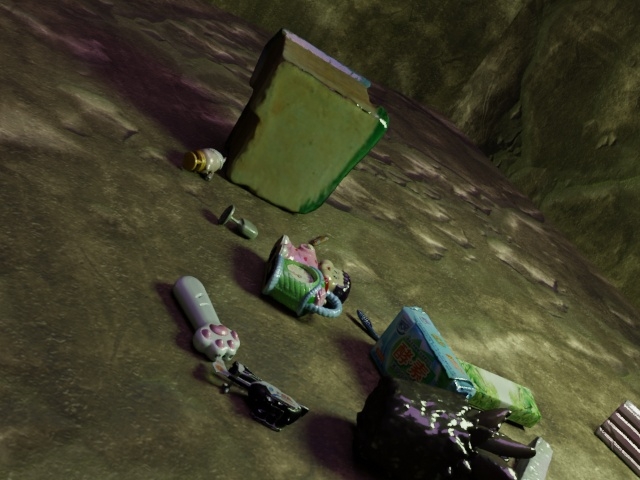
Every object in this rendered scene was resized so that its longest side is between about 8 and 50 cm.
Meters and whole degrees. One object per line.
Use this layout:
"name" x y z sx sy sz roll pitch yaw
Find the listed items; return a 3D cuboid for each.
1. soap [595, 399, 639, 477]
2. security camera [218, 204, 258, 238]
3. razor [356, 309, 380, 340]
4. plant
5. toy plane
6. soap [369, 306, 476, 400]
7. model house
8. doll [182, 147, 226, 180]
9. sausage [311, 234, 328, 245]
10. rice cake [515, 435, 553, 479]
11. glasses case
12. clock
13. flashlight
"soap" 0.830 0.527 2.080 0.203 0.122 0.065 47 26 24
"security camera" -0.186 -0.035 1.864 0.092 0.058 0.058 39 20 -23
"razor" 0.136 0.216 1.832 0.154 0.028 0.044 40 3 13
"plant" 0.223 0.380 1.465 0.320 0.194 0.182 27 36 -10
"toy plane" -0.104 0.264 1.379 0.197 0.053 0.078 32 14 -11
"soap" 0.209 0.270 1.666 0.077 0.156 0.293 15 29 -36
"model house" -0.060 -0.322 2.163 0.334 0.382 0.343 28 25 -19
"doll" -0.282 -0.189 2.008 0.127 0.073 0.084 -8 80 -54
"sausage" 0.000 0.000 2.087 0.015 0.015 0.100 40 23 10
"rice cake" 0.416 0.494 1.624 0.056 0.073 0.365 43 23 10
"glasses case" 0.386 0.356 1.871 0.272 0.062 0.095 25 31 -23
"clock" -0.026 0.094 1.762 0.195 0.100 0.194 27 28 -14
"flashlight" -0.213 0.138 1.471 0.093 0.047 0.200 12 33 -44
